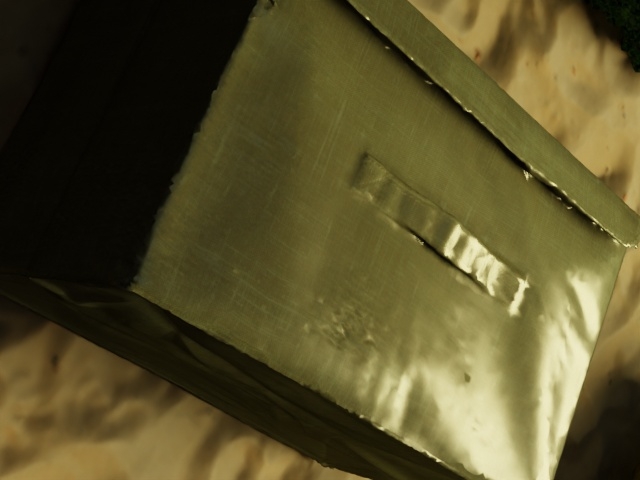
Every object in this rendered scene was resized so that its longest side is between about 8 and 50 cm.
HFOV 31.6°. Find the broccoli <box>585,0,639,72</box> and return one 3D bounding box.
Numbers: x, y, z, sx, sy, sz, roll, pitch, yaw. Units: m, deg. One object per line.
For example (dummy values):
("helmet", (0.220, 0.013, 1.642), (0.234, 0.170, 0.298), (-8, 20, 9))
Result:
("broccoli", (0.284, -0.217, 0.671), (0.297, 0.298, 0.297), (50, 35, -29))

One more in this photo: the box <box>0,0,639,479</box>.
("box", (0.000, 0.000, 0.478), (0.231, 0.155, 0.148), (35, 70, -36))

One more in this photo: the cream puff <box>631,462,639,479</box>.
("cream puff", (0.294, 0.216, 0.726), (0.244, 0.196, 0.244), (45, 38, -52))
